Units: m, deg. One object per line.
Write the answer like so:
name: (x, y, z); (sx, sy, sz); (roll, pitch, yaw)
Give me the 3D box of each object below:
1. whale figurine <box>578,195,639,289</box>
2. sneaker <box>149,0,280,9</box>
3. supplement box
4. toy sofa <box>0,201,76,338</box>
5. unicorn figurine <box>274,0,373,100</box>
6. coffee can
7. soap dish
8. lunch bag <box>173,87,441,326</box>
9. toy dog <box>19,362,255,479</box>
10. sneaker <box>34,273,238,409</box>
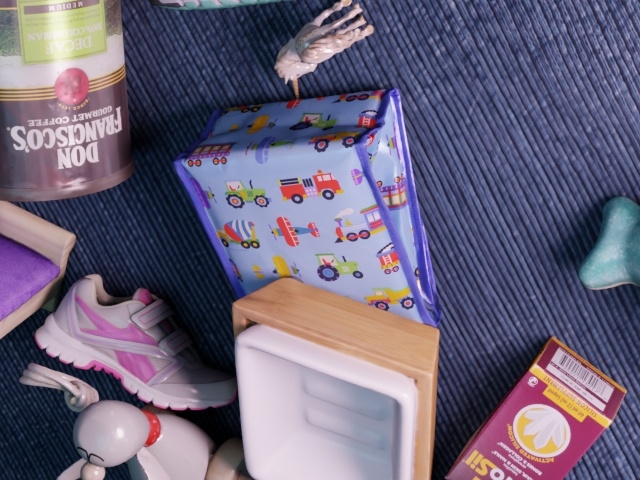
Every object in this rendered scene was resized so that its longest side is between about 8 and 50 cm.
whale figurine: (0.372, 0.014, 1.511); (0.272, 0.141, 0.216); (16, 75, 38)
sneaker: (-0.078, -0.300, 1.663); (0.224, 0.083, 0.098); (-3, 97, 14)
supplement box: (0.235, 0.213, 1.710); (0.104, 0.081, 0.188); (37, 120, 7)
toy sofa: (-0.441, 0.057, 1.789); (0.150, 0.362, 0.177); (26, 123, 14)
unicorn figurine: (-0.002, -0.208, 1.647); (0.111, 0.162, 0.060); (-35, 88, 3)
coffee can: (-0.316, -0.203, 1.725); (0.201, 0.201, 0.275); (6, 112, 22)
soap dish: (0.024, 0.180, 1.721); (0.229, 0.118, 0.291); (18, 141, 17)
lunch bag: (0.000, 0.000, 1.717); (0.221, 0.138, 0.293); (-4, 119, 23)
toy dog: (-0.209, 0.273, 1.803); (0.220, 0.334, 0.161); (16, 83, 41)
sneaker: (-0.209, 0.120, 1.858); (0.252, 0.103, 0.111); (23, 98, 0)
